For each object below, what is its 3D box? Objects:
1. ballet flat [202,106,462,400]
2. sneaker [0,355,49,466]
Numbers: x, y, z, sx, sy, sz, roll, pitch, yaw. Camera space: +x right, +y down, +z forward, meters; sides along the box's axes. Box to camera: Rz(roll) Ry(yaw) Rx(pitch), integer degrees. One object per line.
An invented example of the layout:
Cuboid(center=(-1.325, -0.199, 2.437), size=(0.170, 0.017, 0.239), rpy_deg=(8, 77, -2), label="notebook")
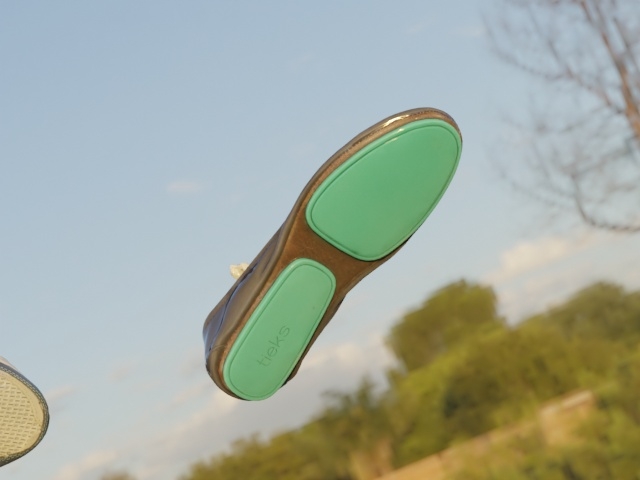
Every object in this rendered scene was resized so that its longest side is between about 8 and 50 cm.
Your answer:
Cuboid(center=(0.000, 0.000, 1.050), size=(0.203, 0.074, 0.074), rpy_deg=(-52, -13, 6), label="ballet flat")
Cuboid(center=(-0.290, 0.117, 1.171), size=(0.283, 0.110, 0.122), rpy_deg=(9, 4, -38), label="sneaker")
